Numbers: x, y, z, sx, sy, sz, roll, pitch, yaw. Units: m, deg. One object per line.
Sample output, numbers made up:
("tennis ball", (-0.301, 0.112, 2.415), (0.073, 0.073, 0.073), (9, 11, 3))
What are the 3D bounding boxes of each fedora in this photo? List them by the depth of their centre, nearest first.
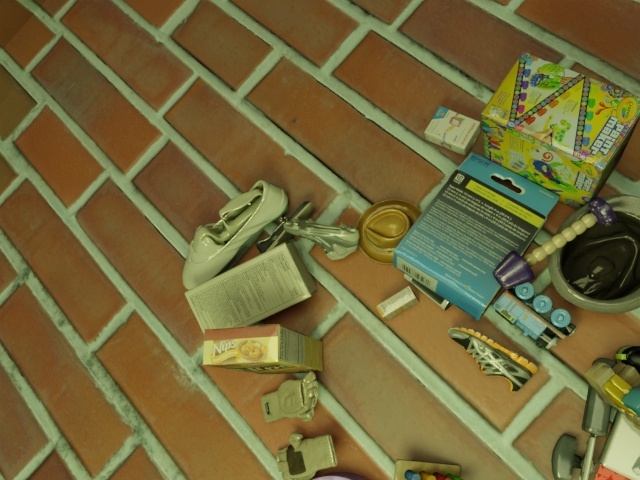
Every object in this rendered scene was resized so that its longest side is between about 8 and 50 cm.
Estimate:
("fedora", (0.652, 0.043, 1.271), (0.244, 0.124, 0.275), (41, 90, 24))
("fedora", (0.180, -0.032, 1.473), (0.195, 0.079, 0.194), (-5, 73, 17))

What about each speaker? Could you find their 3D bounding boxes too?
("speaker", (0.277, 0.113, 1.413), (0.136, 0.055, 0.055), (40, 90, 23))

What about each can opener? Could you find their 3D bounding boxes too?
("can opener", (0.573, 0.392, 1.223), (0.095, 0.076, 0.283), (11, 77, 20))

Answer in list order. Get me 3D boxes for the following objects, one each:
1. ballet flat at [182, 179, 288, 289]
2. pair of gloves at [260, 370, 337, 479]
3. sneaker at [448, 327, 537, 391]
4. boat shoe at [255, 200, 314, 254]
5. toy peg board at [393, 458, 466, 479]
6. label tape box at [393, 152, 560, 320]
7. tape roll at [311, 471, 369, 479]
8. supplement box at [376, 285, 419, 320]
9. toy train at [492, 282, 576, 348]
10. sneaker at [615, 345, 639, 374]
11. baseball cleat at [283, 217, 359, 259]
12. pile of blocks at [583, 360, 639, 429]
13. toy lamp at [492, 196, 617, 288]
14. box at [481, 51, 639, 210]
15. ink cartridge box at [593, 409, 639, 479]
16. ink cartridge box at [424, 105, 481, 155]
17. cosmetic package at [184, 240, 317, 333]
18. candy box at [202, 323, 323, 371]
("ballet flat", (-0.270, -0.028, 1.587), (0.400, 0.139, 0.139), (-41, 67, 3))
("pair of gloves", (-0.052, 0.467, 1.391), (0.204, 0.042, 0.240), (-39, 58, 34))
("sneaker", (0.392, 0.273, 1.315), (0.215, 0.084, 0.083), (30, 90, 22))
("boat shoe", (-0.103, -0.040, 1.572), (0.065, 0.075, 0.206), (43, 95, 21))
("toy peg board", (0.246, 0.578, 1.232), (0.161, 0.079, 0.161), (12, 76, -17))
("label tape box", (0.377, -0.018, 1.371), (0.249, 0.115, 0.347), (33, 71, 20))
("tape roll", (0.043, 0.690, 1.305), (0.275, 0.090, 0.274), (-5, 72, 16))
("supplement box", (0.196, 0.161, 1.421), (0.098, 0.062, 0.036), (-32, 66, 6))
("toy train", (0.499, 0.173, 1.313), (0.184, 0.080, 0.105), (41, 99, 21))
("sneaker", (0.753, 0.268, 1.187), (0.235, 0.097, 0.084), (0, 75, 18))
("baseball cleat", (0.000, 0.000, 1.500), (0.206, 0.072, 0.109), (8, 119, 10))
("pile of blocks", (0.703, 0.353, 1.086), (0.113, 0.149, 0.362), (-42, 67, -8))
("toy lamp", (0.503, 0.012, 1.221), (0.275, 0.080, 0.080), (-33, 67, 4))
("box", (0.543, -0.238, 1.298), (0.279, 0.290, 0.177), (33, 86, 23))
("ink cartridge box", (0.724, 0.523, 1.142), (0.297, 0.066, 0.261), (22, 81, 23))
("ink cartridge box", (0.356, -0.294, 1.505), (0.123, 0.052, 0.088), (29, 85, 22))
("cosmetic package", (-0.184, 0.137, 1.504), (0.310, 0.113, 0.160), (-25, 89, 9))
("candy box", (-0.126, 0.270, 1.357), (0.183, 0.316, 0.087), (-7, 72, 17))
